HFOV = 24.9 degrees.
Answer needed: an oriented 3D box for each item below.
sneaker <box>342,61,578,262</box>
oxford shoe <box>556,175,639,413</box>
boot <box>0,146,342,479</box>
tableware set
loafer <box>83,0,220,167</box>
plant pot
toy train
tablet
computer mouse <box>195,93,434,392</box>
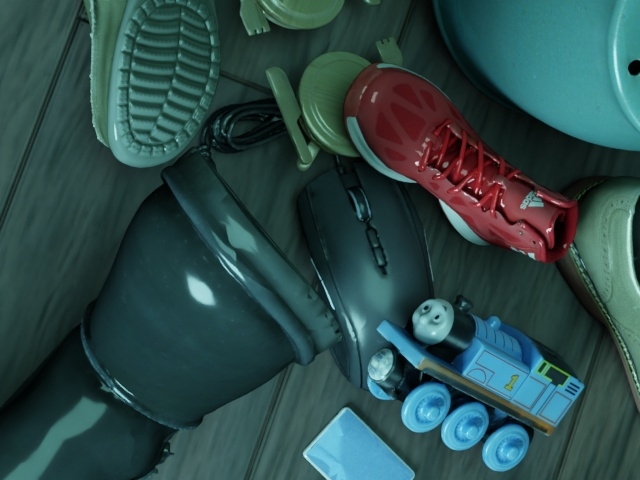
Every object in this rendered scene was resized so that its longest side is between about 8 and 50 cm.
[{"bbox_3d":[0.123,-0.057,1.102,0.221,0.128,0.087,33,82,-39],"label":"sneaker"},{"bbox_3d":[0.319,0.097,1.182,0.123,0.130,0.348,-41,97,-12],"label":"oxford shoe"},{"bbox_3d":[-0.203,0.151,0.930,0.445,0.367,0.146,-38,81,-7],"label":"boot"},{"bbox_3d":[-0.006,-0.153,1.137,0.128,0.039,0.194,-18,86,-32],"label":"tableware set"},{"bbox_3d":[-0.133,-0.177,1.109,0.094,0.087,0.251,13,79,-39],"label":"loafer"},{"bbox_3d":[0.249,-0.182,1.067,0.272,0.255,0.271,-6,113,-13],"label":"plant pot"},{"bbox_3d":[0.118,0.108,1.136,0.184,0.080,0.105,30,96,-37],"label":"toy train"},{"bbox_3d":[0.032,0.181,1.173,0.083,0.006,0.054,45,79,-9],"label":"tablet"},{"bbox_3d":[0.000,0.000,1.144,0.184,0.060,0.262,-9,90,-15],"label":"computer mouse"}]
